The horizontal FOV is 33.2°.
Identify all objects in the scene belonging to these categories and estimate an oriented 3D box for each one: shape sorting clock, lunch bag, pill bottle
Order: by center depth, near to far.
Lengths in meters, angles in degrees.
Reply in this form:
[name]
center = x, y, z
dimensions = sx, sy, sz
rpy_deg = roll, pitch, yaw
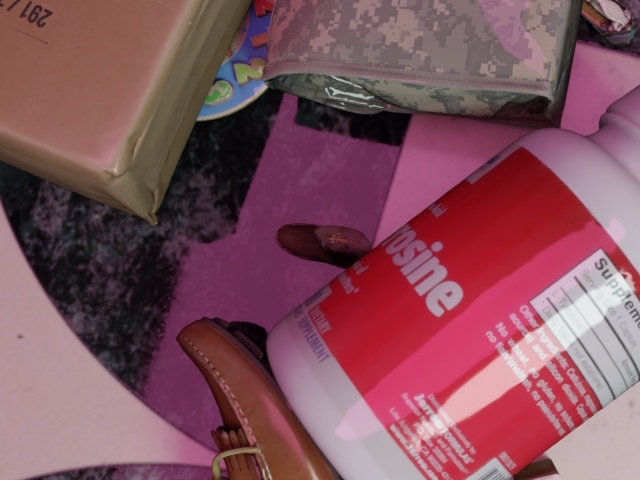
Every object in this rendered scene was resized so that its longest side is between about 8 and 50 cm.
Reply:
[pill bottle]
center = 0.174, 0.052, 0.928
dimensions = 0.408, 0.229, 0.229
rpy_deg = -38, 81, 2
[lunch bag]
center = 0.096, -0.238, 0.994
dimensions = 0.287, 0.169, 0.235
rpy_deg = 9, 86, 16
[shape sorting clock]
center = -0.125, -0.224, 1.091
dimensions = 0.206, 0.040, 0.206
rpy_deg = -1, 84, 8

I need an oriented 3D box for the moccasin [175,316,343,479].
[moccasin]
center = -0.038, 0.248, 0.992
dimensions = 0.147, 0.139, 0.380
rpy_deg = -28, 91, -5

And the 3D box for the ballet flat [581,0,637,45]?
[ballet flat]
center = 0.262, -0.235, 1.040
dimensions = 0.114, 0.041, 0.041
rpy_deg = 41, 91, 10

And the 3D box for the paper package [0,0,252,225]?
[paper package]
center = -0.249, -0.224, 0.993
dimensions = 0.325, 0.168, 0.309
rpy_deg = 22, 80, 8

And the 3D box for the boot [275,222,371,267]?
[boot]
center = 0.000, 0.000, 1.013
dimensions = 0.106, 0.114, 0.037
rpy_deg = 13, 86, 9

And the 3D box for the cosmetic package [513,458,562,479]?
[cosmetic package]
center = 0.200, 0.235, 0.963
dimensions = 0.041, 0.115, 0.060
rpy_deg = -16, 81, 7
